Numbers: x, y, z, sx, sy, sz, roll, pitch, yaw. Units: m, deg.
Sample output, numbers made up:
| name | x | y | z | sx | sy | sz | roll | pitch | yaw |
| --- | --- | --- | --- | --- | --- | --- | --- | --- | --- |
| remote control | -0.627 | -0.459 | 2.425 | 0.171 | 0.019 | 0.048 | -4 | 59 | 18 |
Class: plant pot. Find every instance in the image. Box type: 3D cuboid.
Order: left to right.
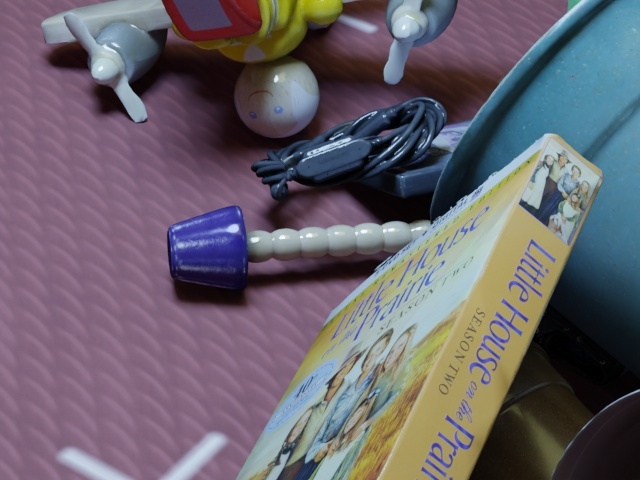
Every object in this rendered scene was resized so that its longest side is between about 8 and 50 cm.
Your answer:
| name | x | y | z | sx | sy | sz | roll | pitch | yaw |
| --- | --- | --- | --- | --- | --- | --- | --- | --- | --- |
| plant pot | 0.166 | 0.188 | 1.430 | 0.167 | 0.167 | 0.165 | -27 | 53 | -33 |
| plant pot | 0.326 | -0.012 | 1.542 | 0.341 | 0.341 | 0.334 | -30 | 65 | -35 |

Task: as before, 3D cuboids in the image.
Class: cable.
| name | x | y | z | sx | sy | sz | roll | pitch | yaw |
| --- | --- | --- | --- | --- | --- | --- | --- | --- | --- |
| cable | 0.030 | -0.084 | 1.780 | 0.185 | 0.047 | 0.150 | -22 | 10 | -7 |

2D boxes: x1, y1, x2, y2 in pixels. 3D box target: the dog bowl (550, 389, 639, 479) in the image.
| name | x | y | z | sx | sy | sz | roll | pitch | yaw |
| --- | --- | --- | --- | --- | --- | --- | --- | --- | --- |
| dog bowl | 0.300 | 0.242 | 1.215 | 0.102 | 0.348 | 0.349 | -15 | 38 | -43 |

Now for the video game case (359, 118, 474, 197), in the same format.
| name | x | y | z | sx | sy | sz | roll | pitch | yaw |
| --- | --- | --- | --- | --- | --- | --- | --- | --- | --- |
| video game case | 0.164 | -0.091 | 1.847 | 0.274 | 0.026 | 0.196 | -14 | 14 | -19 |

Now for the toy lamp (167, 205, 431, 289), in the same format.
| name | x | y | z | sx | sy | sz | roll | pitch | yaw |
| --- | --- | --- | --- | --- | --- | --- | --- | --- | --- |
| toy lamp | 0.000 | 0.000 | 1.734 | 0.275 | 0.080 | 0.080 | -6 | 37 | -9 |

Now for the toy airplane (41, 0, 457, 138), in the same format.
| name | x | y | z | sx | sy | sz | roll | pitch | yaw |
| --- | --- | --- | --- | --- | --- | --- | --- | --- | --- |
| toy airplane | -0.052 | -0.237 | 1.948 | 0.384 | 0.272 | 0.386 | -7 | -1 | -28 |

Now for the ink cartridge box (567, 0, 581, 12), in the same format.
| name | x | y | z | sx | sy | sz | roll | pitch | yaw |
| --- | --- | --- | --- | --- | --- | --- | --- | --- | --- |
| ink cartridge box | 0.427 | -0.197 | 1.983 | 0.289 | 0.121 | 0.211 | 29 | 44 | 32 |

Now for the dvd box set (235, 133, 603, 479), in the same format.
| name | x | y | z | sx | sy | sz | roll | pitch | yaw |
| --- | --- | --- | --- | --- | --- | --- | --- | --- | --- |
| dvd box set | 0.031 | 0.135 | 1.353 | 0.062 | 0.307 | 0.420 | 40 | 46 | -9 |

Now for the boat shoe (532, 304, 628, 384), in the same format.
| name | x | y | z | sx | sy | sz | roll | pitch | yaw |
| --- | --- | --- | --- | --- | --- | --- | --- | --- | --- |
| boat shoe | 0.202 | 0.079 | 1.661 | 0.142 | 0.049 | 0.040 | 27 | 44 | 27 |
